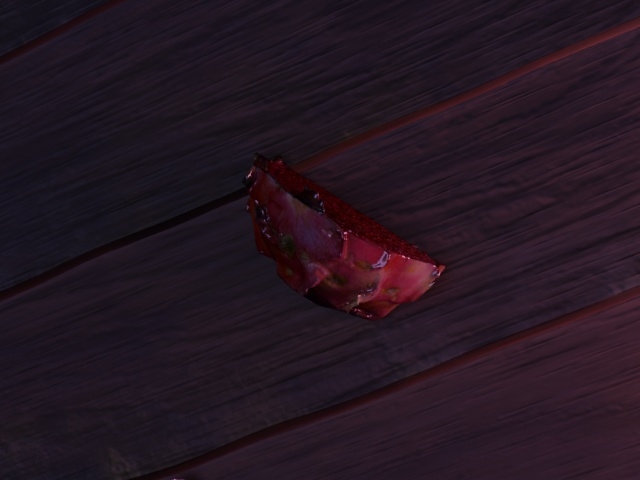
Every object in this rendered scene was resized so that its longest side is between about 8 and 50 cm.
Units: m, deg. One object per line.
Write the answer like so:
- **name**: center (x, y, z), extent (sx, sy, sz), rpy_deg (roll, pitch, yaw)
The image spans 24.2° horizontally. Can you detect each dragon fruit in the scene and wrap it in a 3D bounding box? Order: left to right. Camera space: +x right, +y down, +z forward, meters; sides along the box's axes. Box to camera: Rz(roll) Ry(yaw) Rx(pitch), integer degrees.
- **dragon fruit**: center (-0.007, 0.009, 1.719), extent (0.274, 0.161, 0.126), rpy_deg (34, 97, 14)

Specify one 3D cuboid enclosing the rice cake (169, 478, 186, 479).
- **rice cake**: center (-0.102, 0.394, 1.803), extent (0.055, 0.049, 0.270), rpy_deg (-44, 77, 13)
